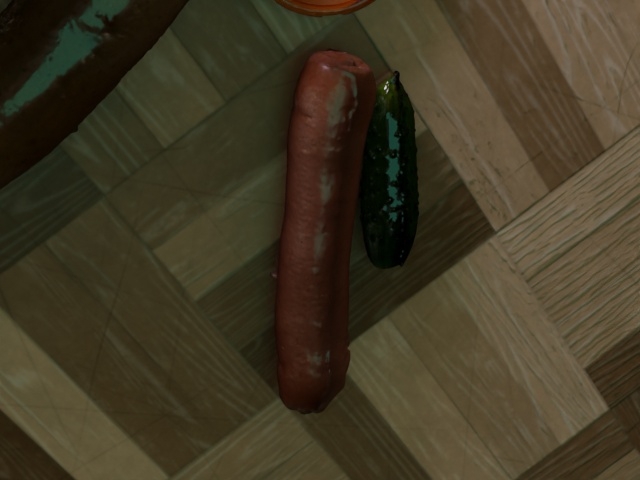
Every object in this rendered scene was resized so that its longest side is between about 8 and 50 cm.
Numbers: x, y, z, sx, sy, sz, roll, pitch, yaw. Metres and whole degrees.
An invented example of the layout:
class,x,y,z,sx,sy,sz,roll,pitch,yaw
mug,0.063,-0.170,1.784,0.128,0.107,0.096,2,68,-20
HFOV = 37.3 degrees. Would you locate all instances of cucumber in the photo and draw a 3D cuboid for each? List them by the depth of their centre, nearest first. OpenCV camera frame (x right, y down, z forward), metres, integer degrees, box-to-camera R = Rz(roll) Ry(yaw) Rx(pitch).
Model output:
class,x,y,z,sx,sy,sz,roll,pitch,yaw
cucumber,0.078,-0.076,1.066,0.069,0.069,0.227,-5,108,-13

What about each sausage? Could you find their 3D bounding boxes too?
class,x,y,z,sx,sy,sz,roll,pitch,yaw
sausage,-0.260,-0.177,0.902,0.501,0.123,0.136,-45,118,6
sausage,0.000,0.000,1.056,0.094,0.094,0.419,-22,123,-49

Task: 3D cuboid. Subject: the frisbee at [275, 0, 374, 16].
class,x,y,z,sx,sy,sz,roll,pitch,yaw
frisbee,0.004,-0.325,0.963,0.192,0.035,0.192,-5,111,-12
